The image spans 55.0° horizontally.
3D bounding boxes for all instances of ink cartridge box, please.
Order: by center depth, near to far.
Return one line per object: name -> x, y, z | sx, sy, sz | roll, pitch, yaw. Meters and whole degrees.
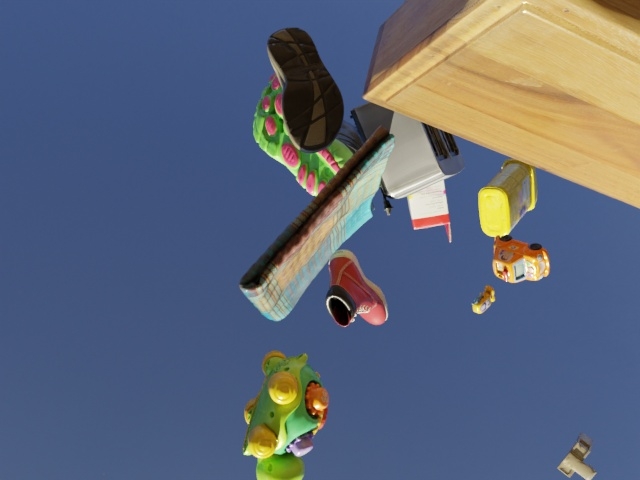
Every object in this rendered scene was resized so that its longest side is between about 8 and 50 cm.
ink cartridge box -> 0.215, -0.118, 1.271 | 0.077, 0.231, 0.134 | -9, -153, 8

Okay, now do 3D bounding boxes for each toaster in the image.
toaster -> 0.148, -0.157, 1.017 | 0.168, 0.110, 0.186 | -23, -89, -61

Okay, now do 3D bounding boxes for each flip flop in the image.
flip flop -> -0.033, -0.269, 1.115 | 0.112, 0.080, 0.277 | -14, -118, -10

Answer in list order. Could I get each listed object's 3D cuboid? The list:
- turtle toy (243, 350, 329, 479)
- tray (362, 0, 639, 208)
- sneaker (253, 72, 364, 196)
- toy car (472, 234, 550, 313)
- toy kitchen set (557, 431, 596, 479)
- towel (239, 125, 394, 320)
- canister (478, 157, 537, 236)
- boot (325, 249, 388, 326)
turtle toy -> -0.032, 0.164, 0.554 | 0.066, 0.095, 0.130 | 20, -88, -11
tray -> 0.260, -0.094, 0.468 | 0.410, 0.203, 0.076 | 18, -101, -17
sneaker -> -0.017, -0.251, 1.537 | 0.202, 0.185, 0.483 | 8, -142, -43
toy car -> 0.187, 0.047, 0.615 | 0.060, 0.122, 0.040 | 34, -122, 29
toy kitchen set -> 0.610, 0.510, 1.430 | 0.068, 0.083, 0.075 | 36, -161, 23
towel -> 0.000, 0.000, 0.896 | 0.040, 0.370, 0.271 | 40, -99, 7
canister -> 0.414, -0.096, 1.358 | 0.170, 0.073, 0.126 | -38, -55, -44
boot -> 0.084, 0.164, 1.451 | 0.244, 0.088, 0.176 | 53, -150, -35
